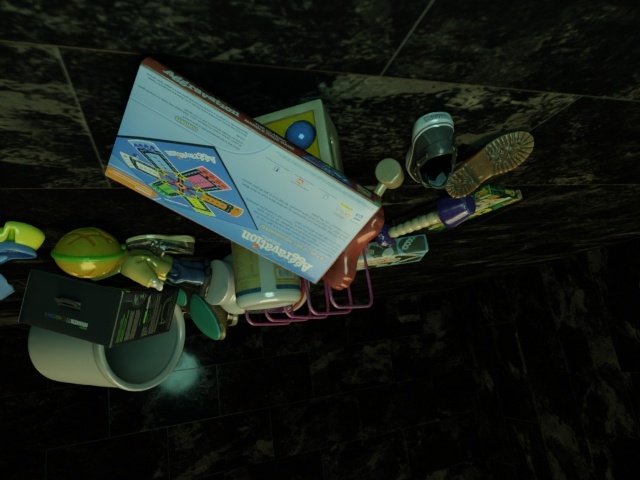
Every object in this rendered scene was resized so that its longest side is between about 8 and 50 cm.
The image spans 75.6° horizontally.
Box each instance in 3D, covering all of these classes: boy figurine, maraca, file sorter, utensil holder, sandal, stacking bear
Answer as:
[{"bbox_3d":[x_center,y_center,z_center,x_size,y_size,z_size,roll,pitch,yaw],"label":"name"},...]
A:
[{"bbox_3d":[-0.407,0.071,0.990,0.284,0.092,0.177,10,-163,-26],"label":"boy figurine"},{"bbox_3d":[-0.470,0.021,0.848,0.127,0.100,0.185,6,-172,-15],"label":"maraca"},{"bbox_3d":[-0.036,0.111,1.069,0.290,0.183,0.202,-18,163,34],"label":"file sorter"},{"bbox_3d":[-0.716,0.321,1.387,0.384,0.329,0.327,-6,168,26],"label":"utensil holder"},{"bbox_3d":[-0.664,0.036,0.705,0.316,0.139,0.126,1,166,-27],"label":"sandal"},{"bbox_3d":[-0.063,-0.043,0.706,0.288,0.176,0.164,18,-165,-38],"label":"stacking bear"}]

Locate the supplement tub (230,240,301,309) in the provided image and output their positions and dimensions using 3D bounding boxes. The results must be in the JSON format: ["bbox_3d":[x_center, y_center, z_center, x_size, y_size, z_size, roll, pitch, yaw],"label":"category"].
[{"bbox_3d":[-0.123,0.045,0.915,0.144,0.200,0.144,-7,166,-2],"label":"supplement tub"}]

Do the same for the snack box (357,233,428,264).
[{"bbox_3d":[0.189,0.051,1.410,0.321,0.060,0.187,-9,166,2],"label":"snack box"}]

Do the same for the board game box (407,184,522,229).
[{"bbox_3d":[0.364,-0.078,1.067,0.136,0.031,0.259,-1,165,-34],"label":"board game box"}]

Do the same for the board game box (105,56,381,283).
[{"bbox_3d":[-0.087,-0.062,0.470,0.281,0.027,0.145,29,123,-15],"label":"board game box"}]

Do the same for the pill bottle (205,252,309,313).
[{"bbox_3d":[-0.193,0.131,1.260,0.181,0.182,0.322,-18,163,35],"label":"pill bottle"}]

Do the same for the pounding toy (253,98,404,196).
[{"bbox_3d":[0.000,-0.079,0.529,0.205,0.181,0.094,-12,165,14],"label":"pounding toy"}]

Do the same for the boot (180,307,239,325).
[{"bbox_3d":[-0.488,0.250,1.582,0.283,0.139,0.377,3,-178,-31],"label":"boot"}]

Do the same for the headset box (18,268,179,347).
[{"bbox_3d":[-0.544,0.158,1.038,0.245,0.132,0.283,12,178,10],"label":"headset box"}]

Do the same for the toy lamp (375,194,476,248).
[{"bbox_3d":[0.253,-0.048,1.026,0.080,0.080,0.274,4,163,-40],"label":"toy lamp"}]

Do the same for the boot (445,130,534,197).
[{"bbox_3d":[0.293,-0.142,0.730,0.157,0.059,0.085,-32,-171,26],"label":"boot"}]

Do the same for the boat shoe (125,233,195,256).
[{"bbox_3d":[-0.369,0.014,0.960,0.152,0.049,0.056,-3,165,-21],"label":"boat shoe"}]

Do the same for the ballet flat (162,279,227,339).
[{"bbox_3d":[-0.378,0.187,1.300,0.342,0.116,0.124,24,-154,31],"label":"ballet flat"}]

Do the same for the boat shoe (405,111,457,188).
[{"bbox_3d":[0.188,-0.123,0.680,0.080,0.076,0.228,-10,166,6],"label":"boat shoe"}]
